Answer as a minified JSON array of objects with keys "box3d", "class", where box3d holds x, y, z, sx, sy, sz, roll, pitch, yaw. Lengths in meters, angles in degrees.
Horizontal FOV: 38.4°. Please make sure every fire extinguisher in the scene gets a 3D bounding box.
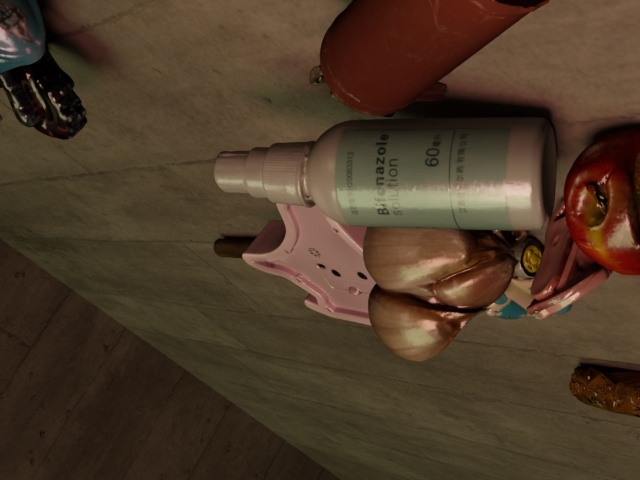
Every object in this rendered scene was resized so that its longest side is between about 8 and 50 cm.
[{"box3d":[0.091,-0.175,0.794,0.147,0.107,0.337,9,167,-18],"class":"fire extinguisher"}]

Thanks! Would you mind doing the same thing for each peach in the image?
[{"box3d":[0.293,-0.030,0.860,0.172,0.127,0.092,14,167,-43],"class":"peach"}]

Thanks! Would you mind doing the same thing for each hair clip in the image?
[{"box3d":[0.283,0.031,0.955,0.102,0.138,0.123,27,153,-7],"class":"hair clip"}]

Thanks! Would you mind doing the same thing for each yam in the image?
[{"box3d":[-0.087,0.015,1.547,0.326,0.045,0.045,0,122,54],"class":"yam"}]

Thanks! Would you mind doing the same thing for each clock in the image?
[{"box3d":[0.000,0.000,1.280,0.290,0.080,0.275,4,138,45],"class":"clock"}]

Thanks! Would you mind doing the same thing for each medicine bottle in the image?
[{"box3d":[0.056,-0.068,0.936,0.351,0.110,0.110,2,150,23],"class":"medicine bottle"}]

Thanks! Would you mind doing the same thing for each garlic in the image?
[{"box3d":[0.122,0.014,1.028,0.160,0.214,0.191,44,168,-11],"class":"garlic"}]

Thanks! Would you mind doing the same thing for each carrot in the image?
[{"box3d":[0.446,0.215,1.275,0.069,0.069,0.228,42,158,-30],"class":"carrot"}]

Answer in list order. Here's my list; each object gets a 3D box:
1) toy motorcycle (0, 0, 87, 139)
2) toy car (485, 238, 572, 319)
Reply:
[{"box3d":[-0.479,-0.291,1.214,0.416,0.172,0.232,33,155,16],"class":"toy motorcycle"},{"box3d":[0.233,0.066,1.155,0.161,0.098,0.126,44,157,-30],"class":"toy car"}]
